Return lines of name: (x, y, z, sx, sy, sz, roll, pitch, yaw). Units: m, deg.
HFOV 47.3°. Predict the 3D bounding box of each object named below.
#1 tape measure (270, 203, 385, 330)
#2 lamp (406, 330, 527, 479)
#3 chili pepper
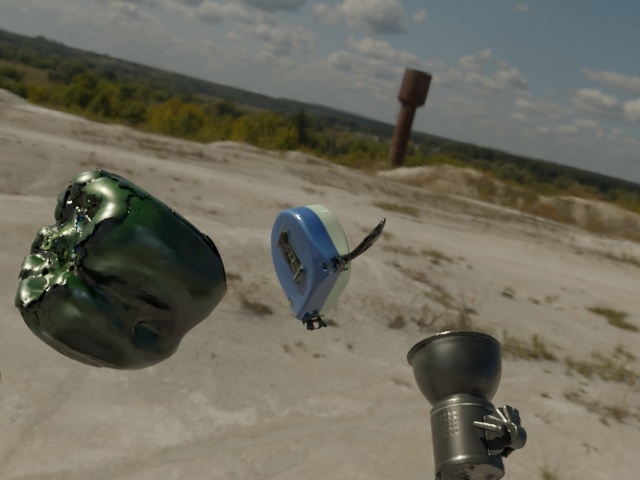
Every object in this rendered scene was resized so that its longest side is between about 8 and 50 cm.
tape measure: (0.000, 0.000, 1.414, 0.098, 0.351, 0.215, -10, 59, -30)
lamp: (0.215, 0.262, 1.066, 0.147, 0.172, 0.227, 29, 43, -34)
chili pepper: (-0.279, 0.044, 1.050, 0.256, 0.248, 0.233, 38, 15, -32)
